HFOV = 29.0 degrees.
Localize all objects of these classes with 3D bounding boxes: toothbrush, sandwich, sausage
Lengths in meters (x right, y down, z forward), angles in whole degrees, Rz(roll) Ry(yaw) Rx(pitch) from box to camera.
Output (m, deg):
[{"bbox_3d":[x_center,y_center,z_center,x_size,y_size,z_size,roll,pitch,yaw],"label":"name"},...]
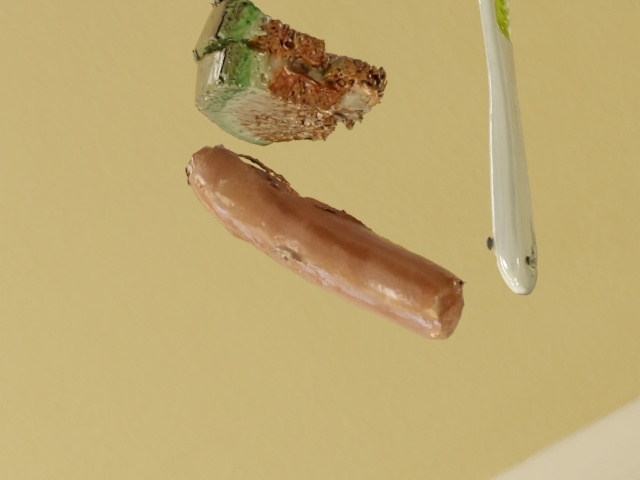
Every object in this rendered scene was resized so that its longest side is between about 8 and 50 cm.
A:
[{"bbox_3d":[0.065,-0.106,0.515,0.026,0.262,0.022,-11,167,30],"label":"toothbrush"},{"bbox_3d":[-0.036,-0.125,1.050,0.235,0.159,0.079,156,-48,-79],"label":"sandwich"},{"bbox_3d":[0.001,0.002,1.218,0.327,0.087,0.079,29,-122,22],"label":"sausage"}]
